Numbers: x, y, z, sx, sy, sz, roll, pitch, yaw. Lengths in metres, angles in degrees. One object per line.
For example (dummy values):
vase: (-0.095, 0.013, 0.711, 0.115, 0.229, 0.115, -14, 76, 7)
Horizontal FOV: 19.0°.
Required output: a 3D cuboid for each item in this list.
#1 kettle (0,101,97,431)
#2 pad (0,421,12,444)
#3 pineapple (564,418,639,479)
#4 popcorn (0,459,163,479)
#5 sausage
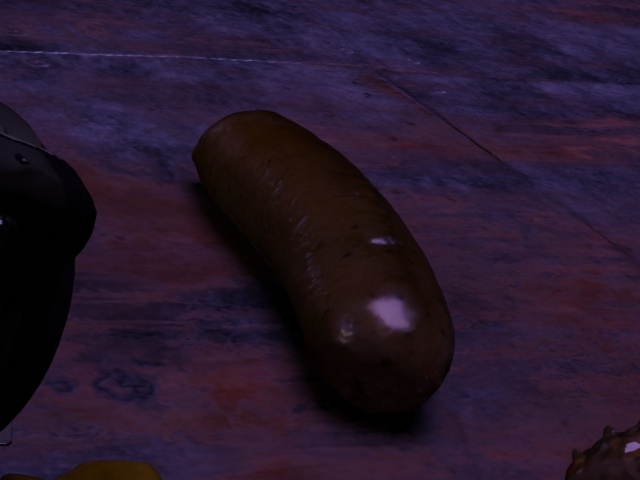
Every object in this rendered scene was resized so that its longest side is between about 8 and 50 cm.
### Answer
kettle: (-0.280, -0.010, 0.964, 0.320, 0.228, 0.324, -9, -14, 32)
pad: (-0.355, 0.089, 1.391, 0.265, 0.009, 0.159, 10, 22, -14)
pineapple: (0.290, 0.178, 1.408, 0.310, 0.141, 0.170, -9, 69, -52)
popcorn: (-0.139, 0.212, 1.016, 0.253, 0.190, 0.191, -7, -40, 42)
sausage: (0.003, -0.001, 1.690, 0.136, 0.123, 0.501, -21, 31, -8)
